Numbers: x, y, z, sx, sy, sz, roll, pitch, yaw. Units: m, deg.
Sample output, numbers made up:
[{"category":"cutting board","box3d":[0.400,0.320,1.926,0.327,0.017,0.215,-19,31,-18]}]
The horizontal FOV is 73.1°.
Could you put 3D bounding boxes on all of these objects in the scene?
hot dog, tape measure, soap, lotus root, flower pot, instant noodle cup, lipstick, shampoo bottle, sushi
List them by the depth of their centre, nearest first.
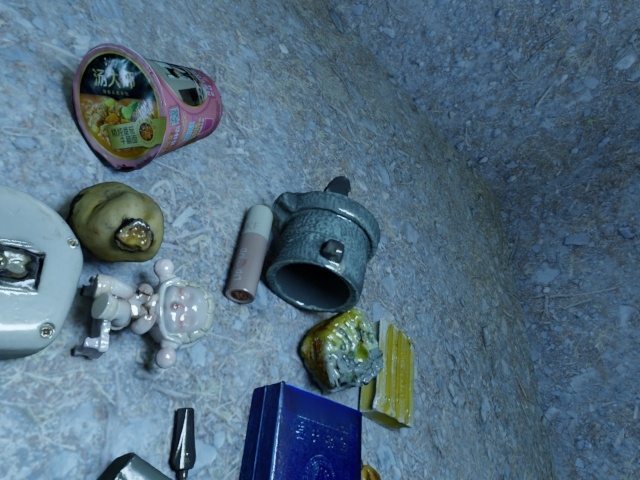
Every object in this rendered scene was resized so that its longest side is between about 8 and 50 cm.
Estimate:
[{"category":"tape measure","box3d":[-0.492,0.033,0.620,0.265,0.130,0.258,16,54,-45]},{"category":"lotus root","box3d":[-0.361,-0.029,0.767,0.154,0.256,0.140,21,93,-35]},{"category":"shampoo bottle","box3d":[-0.247,0.377,0.783,0.048,0.027,0.137,20,54,-40]},{"category":"instant noodle cup","box3d":[-0.346,-0.289,0.934,0.244,0.243,0.255,59,28,-5]},{"category":"hot dog","box3d":[0.111,0.603,1.055,0.089,0.060,0.140,-22,93,-58]},{"category":"lipstick","box3d":[-0.170,0.028,1.059,0.070,0.070,0.255,36,44,-31]},{"category":"sushi","box3d":[0.053,0.289,1.109,0.274,0.139,0.184,-22,83,-51]},{"category":"flower pot","box3d":[0.000,0.000,1.113,0.299,0.299,0.283,41,49,-27]},{"category":"soap","box3d":[0.200,0.389,1.265,0.173,0.089,0.274,39,43,-30]}]

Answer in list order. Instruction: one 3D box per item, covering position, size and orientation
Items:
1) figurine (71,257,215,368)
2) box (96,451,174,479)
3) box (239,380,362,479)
[{"category":"figurine","box3d":[-0.299,0.140,0.792,0.256,0.144,0.182,16,36,-42]},{"category":"box","box3d":[-0.291,0.462,0.602,0.178,0.138,0.274,47,36,-11]},{"category":"box","box3d":[-0.032,0.478,0.914,0.261,0.116,0.279,33,44,-32]}]
